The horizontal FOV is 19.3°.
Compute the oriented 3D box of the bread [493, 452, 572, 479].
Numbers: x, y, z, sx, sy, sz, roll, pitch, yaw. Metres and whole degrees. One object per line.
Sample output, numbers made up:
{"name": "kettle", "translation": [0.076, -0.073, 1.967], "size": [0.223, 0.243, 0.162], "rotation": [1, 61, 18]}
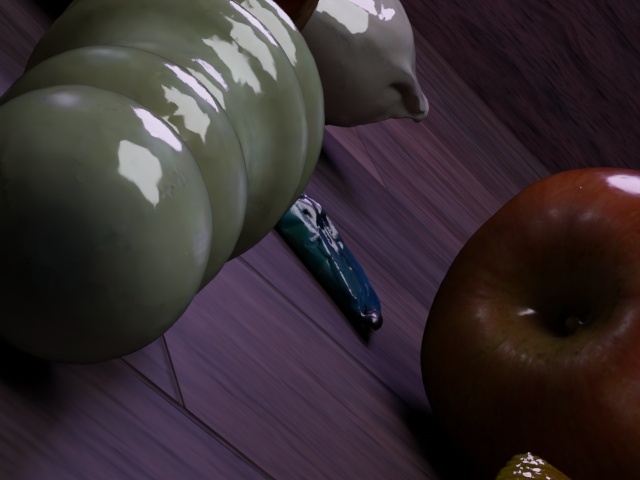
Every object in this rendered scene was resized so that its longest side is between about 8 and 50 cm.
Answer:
{"name": "bread", "translation": [0.095, 0.176, 0.862], "size": [0.132, 0.103, 0.172], "rotation": [51, 12, 7]}

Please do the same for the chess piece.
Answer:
{"name": "chess piece", "translation": [-0.081, -0.027, 0.788], "size": [0.144, 0.144, 0.251], "rotation": [49, 16, -9]}

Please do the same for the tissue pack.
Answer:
{"name": "tissue pack", "translation": [0.000, 0.000, 1.268], "size": [0.138, 0.028, 0.085], "rotation": [53, 11, -1]}

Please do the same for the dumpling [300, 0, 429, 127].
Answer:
{"name": "dumpling", "translation": [-0.007, -0.172, 1.547], "size": [0.250, 0.132, 0.162], "rotation": [26, 31, -29]}

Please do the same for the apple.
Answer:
{"name": "apple", "translation": [0.194, 0.087, 1.218], "size": [0.241, 0.242, 0.242], "rotation": [40, 15, -49]}

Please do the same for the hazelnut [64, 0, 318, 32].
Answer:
{"name": "hazelnut", "translation": [-0.089, -0.187, 1.183], "size": [0.210, 0.210, 0.186], "rotation": [-94, 167, -71]}
